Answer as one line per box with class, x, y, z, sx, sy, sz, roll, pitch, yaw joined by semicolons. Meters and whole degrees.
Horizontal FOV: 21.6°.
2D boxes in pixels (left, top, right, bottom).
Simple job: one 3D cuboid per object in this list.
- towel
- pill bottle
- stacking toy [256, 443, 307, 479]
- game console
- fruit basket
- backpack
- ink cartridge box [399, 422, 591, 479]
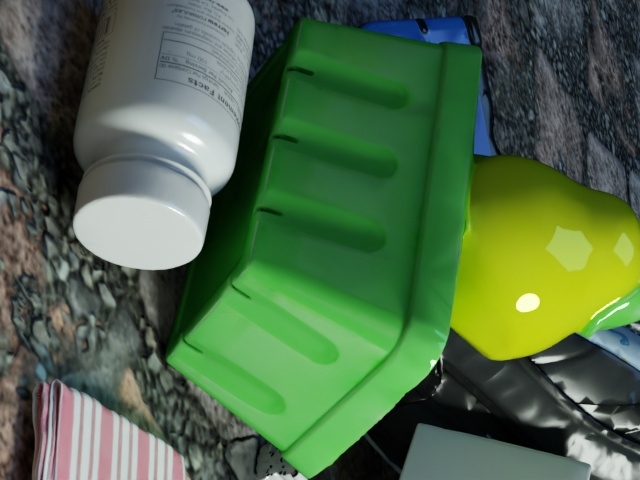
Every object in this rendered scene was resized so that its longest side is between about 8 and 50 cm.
towel;-0.160;0.202;1.265;0.197;0.029;0.144;43;42;-53
pill bottle;-0.128;-0.098;1.342;0.131;0.131;0.229;48;39;-45
stacking toy;-0.004;0.305;1.497;0.167;0.052;0.221;48;39;-45
game console;0.127;-0.101;1.970;0.250;0.173;0.293;-8;84;-33
fruit basket;0.090;0.013;1.461;0.392;0.283;0.392;17;52;-23
backpack;0.192;0.157;1.661;0.355;0.290;0.273;25;25;-20
ink cartridge box;0.139;0.322;1.546;0.171;0.168;0.233;-67;166;-49
